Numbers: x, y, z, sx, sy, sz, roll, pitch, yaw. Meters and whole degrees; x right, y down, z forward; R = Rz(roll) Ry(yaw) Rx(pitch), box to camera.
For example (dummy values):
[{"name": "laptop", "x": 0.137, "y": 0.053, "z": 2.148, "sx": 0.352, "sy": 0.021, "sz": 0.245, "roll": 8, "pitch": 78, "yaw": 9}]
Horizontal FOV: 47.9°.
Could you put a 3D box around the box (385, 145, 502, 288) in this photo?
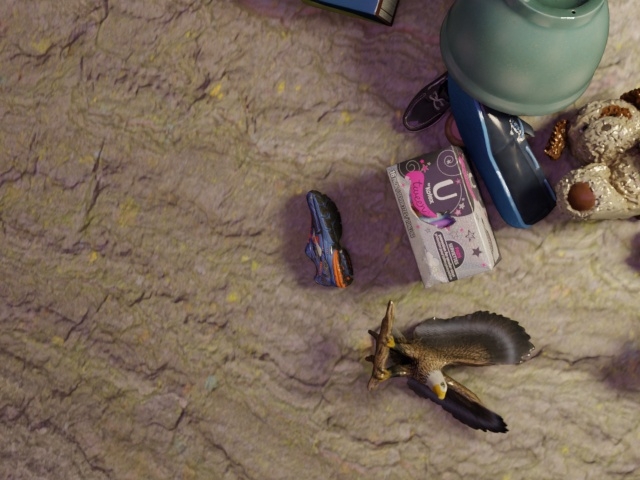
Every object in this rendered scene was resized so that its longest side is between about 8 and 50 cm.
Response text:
[{"name": "box", "x": 0.247, "y": -0.050, "z": 1.413, "sx": 0.142, "sy": 0.163, "sz": 0.247, "roll": -19, "pitch": 89, "yaw": 21}]

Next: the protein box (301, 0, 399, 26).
[{"name": "protein box", "x": 0.065, "y": -0.561, "z": 1.439, "sx": 0.200, "sy": 0.136, "sz": 0.201, "roll": 20, "pitch": 102, "yaw": 17}]

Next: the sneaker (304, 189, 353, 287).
[{"name": "sneaker", "x": 0.000, "y": 0.000, "z": 1.550, "sx": 0.087, "sy": 0.083, "sz": 0.221, "roll": -13, "pitch": 89, "yaw": 25}]

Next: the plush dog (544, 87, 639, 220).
[{"name": "plush dog", "x": 0.543, "y": -0.158, "z": 1.311, "sx": 0.263, "sy": 0.211, "sz": 0.225, "roll": -25, "pitch": 68, "yaw": 20}]

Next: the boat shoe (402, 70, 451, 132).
[{"name": "boat shoe", "x": 0.241, "y": -0.296, "z": 1.443, "sx": 0.206, "sy": 0.065, "sz": 0.075, "roll": -39, "pitch": 82, "yaw": 18}]

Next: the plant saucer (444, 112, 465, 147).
[{"name": "plant saucer", "x": 0.292, "y": -0.228, "z": 1.459, "sx": 0.084, "sy": 0.015, "sz": 0.083, "roll": 2, "pitch": 96, "yaw": 19}]

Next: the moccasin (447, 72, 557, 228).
[{"name": "moccasin", "x": 0.352, "y": -0.192, "z": 1.393, "sx": 0.117, "sy": 0.138, "sz": 0.341, "roll": -27, "pitch": 106, "yaw": -7}]

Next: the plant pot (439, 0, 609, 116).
[{"name": "plant pot", "x": 0.371, "y": -0.391, "z": 1.247, "sx": 0.293, "sy": 0.196, "sz": 0.292, "roll": 2, "pitch": 68, "yaw": -4}]

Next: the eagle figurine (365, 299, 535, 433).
[{"name": "eagle figurine", "x": 0.247, "y": 0.258, "z": 1.458, "sx": 0.299, "sy": 0.225, "sz": 0.226, "roll": 10, "pitch": 144, "yaw": -11}]
